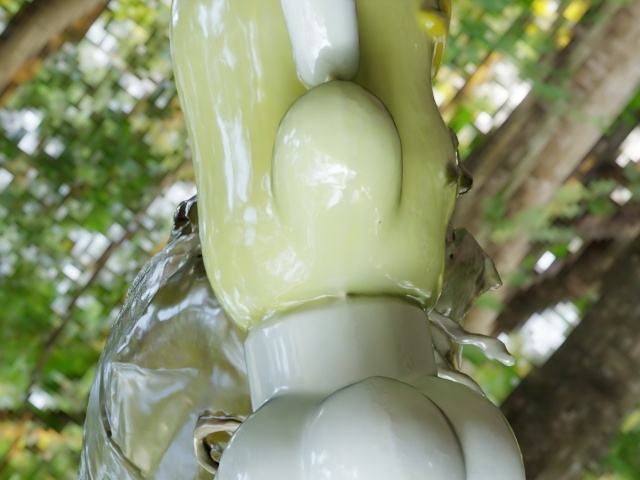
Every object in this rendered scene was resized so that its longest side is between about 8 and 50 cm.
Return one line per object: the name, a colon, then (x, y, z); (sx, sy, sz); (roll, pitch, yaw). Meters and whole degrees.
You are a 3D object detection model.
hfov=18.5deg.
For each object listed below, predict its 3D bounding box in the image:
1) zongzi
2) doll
zongzi: (0.000, 0.000, 0.612); (0.111, 0.247, 0.241); (15, -126, -2)
doll: (0.003, 0.002, 0.403); (0.106, 0.062, 0.162); (96, 170, -74)
